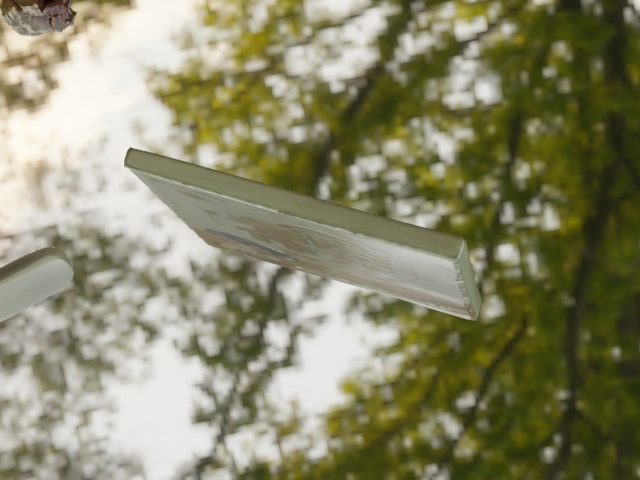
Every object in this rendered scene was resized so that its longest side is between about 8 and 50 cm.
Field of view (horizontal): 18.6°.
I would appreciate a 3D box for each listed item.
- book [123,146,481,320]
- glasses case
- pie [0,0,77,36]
[{"bbox_3d":[0.000,0.000,1.275,0.208,0.020,0.295,16,173,9],"label":"book"},{"bbox_3d":[-0.205,0.031,1.317,0.083,0.032,0.021,-27,-140,11],"label":"glasses case"},{"bbox_3d":[-0.170,-0.310,1.444,0.257,0.274,0.105,-36,156,28],"label":"pie"}]
